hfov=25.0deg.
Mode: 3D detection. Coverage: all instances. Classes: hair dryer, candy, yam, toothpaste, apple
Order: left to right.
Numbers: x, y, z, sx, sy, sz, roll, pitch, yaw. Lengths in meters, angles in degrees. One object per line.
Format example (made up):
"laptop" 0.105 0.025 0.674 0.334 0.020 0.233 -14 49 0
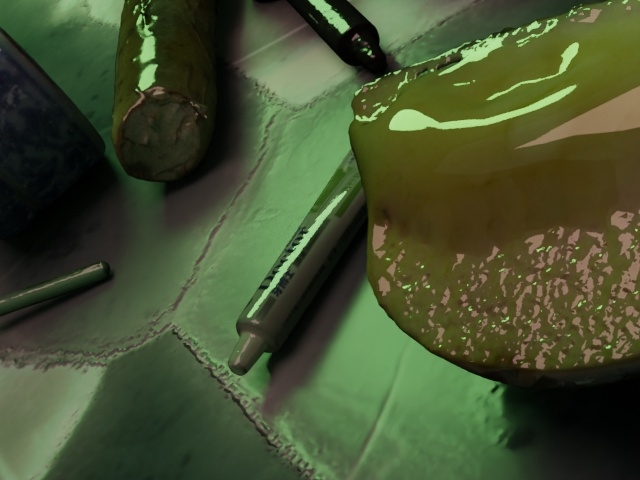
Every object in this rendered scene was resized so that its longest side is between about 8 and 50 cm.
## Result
"candy" -0.282 0.062 1.007 0.305 0.083 0.091 -19 22 13
"yam" -0.112 -0.183 1.110 0.083 0.083 0.372 -25 37 18
"hair dryer" -0.024 -0.185 1.019 0.070 0.114 0.248 -43 42 8
"toothpaste" 0.000 0.000 0.848 0.048 0.029 0.197 4 50 43
"apple" 0.139 -0.012 0.669 0.265 0.120 0.193 -16 54 33

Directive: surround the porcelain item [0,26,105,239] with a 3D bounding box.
"porcelain item" -0.243 -0.080 1.047 0.114 0.147 0.147 -43 36 -8
